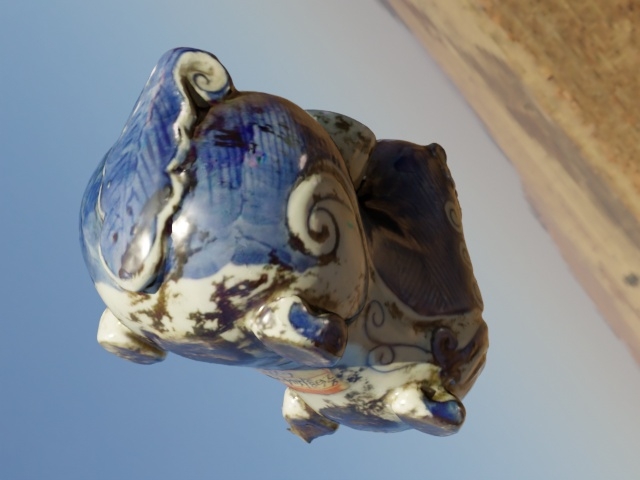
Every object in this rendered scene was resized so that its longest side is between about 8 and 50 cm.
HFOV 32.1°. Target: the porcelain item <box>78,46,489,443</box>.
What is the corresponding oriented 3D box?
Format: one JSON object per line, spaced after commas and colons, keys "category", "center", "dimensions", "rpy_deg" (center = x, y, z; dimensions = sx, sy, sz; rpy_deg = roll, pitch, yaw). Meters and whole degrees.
{"category": "porcelain item", "center": [0.000, 0.000, 0.606], "dimensions": [0.288, 0.138, 0.186], "rpy_deg": [32, -120, -46]}
